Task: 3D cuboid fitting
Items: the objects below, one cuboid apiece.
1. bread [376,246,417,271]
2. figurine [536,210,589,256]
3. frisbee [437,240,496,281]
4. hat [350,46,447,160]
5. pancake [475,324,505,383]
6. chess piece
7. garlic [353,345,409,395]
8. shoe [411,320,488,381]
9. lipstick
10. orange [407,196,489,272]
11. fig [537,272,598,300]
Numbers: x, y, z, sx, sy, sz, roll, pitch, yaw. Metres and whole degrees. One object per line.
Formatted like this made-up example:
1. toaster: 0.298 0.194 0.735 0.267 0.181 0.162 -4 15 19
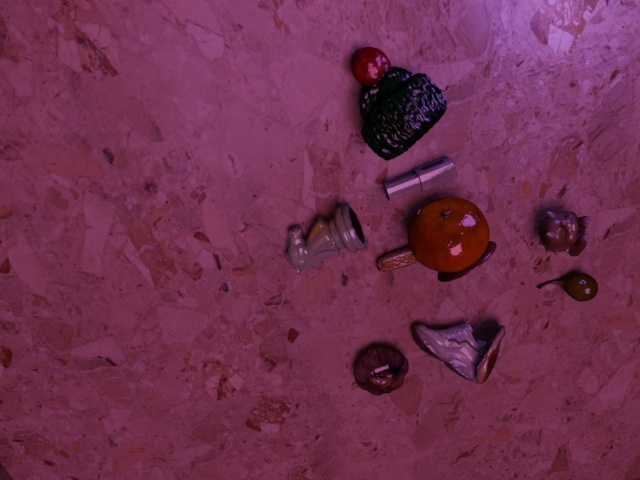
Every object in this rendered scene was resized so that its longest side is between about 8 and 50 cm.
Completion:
1. bread: 0.318 0.067 1.774 0.214 0.053 0.073 -19 114 3
2. figurine: 0.941 -0.029 1.785 0.172 0.247 0.177 6 92 25
3. frisbee: 0.547 0.075 1.719 0.250 0.251 0.021 -35 95 8
4. hat: 0.207 -0.445 1.429 0.274 0.242 0.332 -41 94 -14
5. pancake: 0.736 0.489 1.966 0.282 0.048 0.283 -38 139 -42
6. chess piece: 0.000 0.000 1.644 0.298 0.176 0.176 -23 119 16
7. garlic: 0.264 0.569 1.955 0.244 0.160 0.245 -5 117 -9
8. shoe: 0.562 0.427 1.964 0.342 0.132 0.211 36 78 -4
9. lipstick: 0.350 -0.216 1.624 0.252 0.079 0.078 -22 120 2
10. orange: 0.456 -0.020 1.629 0.283 0.284 0.226 -23 135 1
11. fig: 1.058 0.197 1.964 0.236 0.124 0.124 4 118 15
